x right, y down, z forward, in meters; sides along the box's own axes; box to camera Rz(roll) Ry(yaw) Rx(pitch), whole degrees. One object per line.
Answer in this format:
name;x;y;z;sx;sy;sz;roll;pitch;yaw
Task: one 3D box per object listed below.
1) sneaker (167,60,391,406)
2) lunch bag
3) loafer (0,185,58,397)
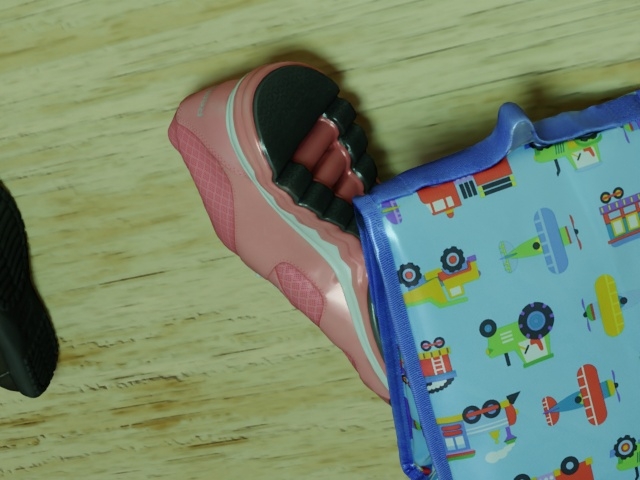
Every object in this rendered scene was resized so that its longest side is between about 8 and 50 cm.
sneaker;0.000;-0.001;1.371;0.136;0.116;0.314;-2;130;44
lunch bag;0.151;0.044;1.273;0.221;0.138;0.293;-18;119;-9
loafer;-0.276;0.040;1.485;0.078;0.080;0.220;1;127;16
